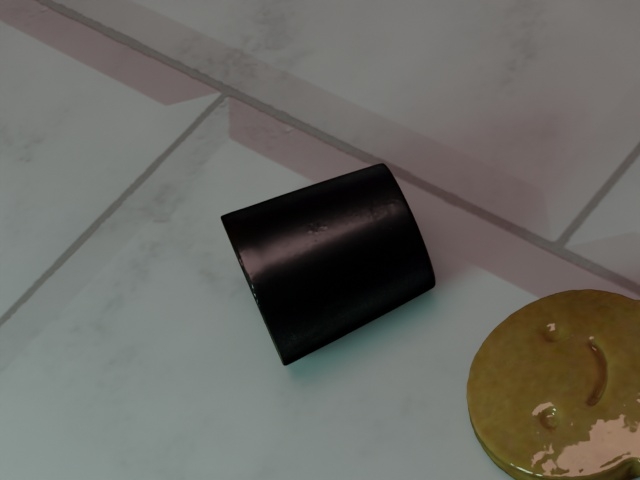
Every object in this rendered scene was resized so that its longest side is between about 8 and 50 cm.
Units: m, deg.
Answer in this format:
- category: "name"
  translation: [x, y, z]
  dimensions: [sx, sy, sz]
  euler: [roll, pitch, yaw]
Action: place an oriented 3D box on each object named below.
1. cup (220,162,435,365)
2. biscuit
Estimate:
- category: "cup"
  translation: [-0.003, -0.008, 1.552]
  dimensions: [0.177, 0.166, 0.239]
  euler: [-24, 49, -3]
- category: "biscuit"
  translation: [0.310, 0.131, 1.392]
  dimensions: [0.354, 0.052, 0.275]
  euler: [-1, 53, 20]
